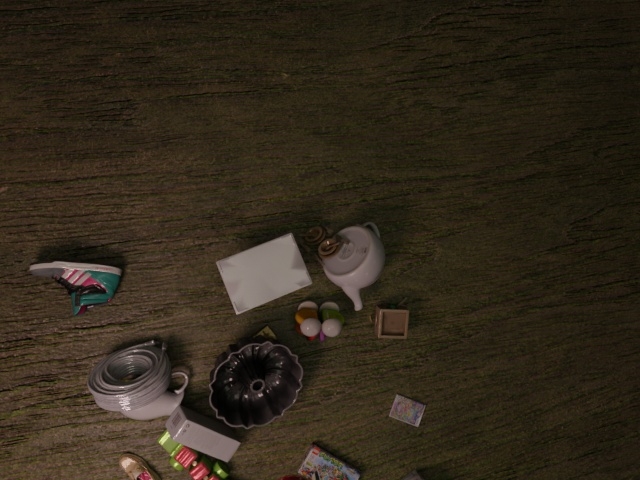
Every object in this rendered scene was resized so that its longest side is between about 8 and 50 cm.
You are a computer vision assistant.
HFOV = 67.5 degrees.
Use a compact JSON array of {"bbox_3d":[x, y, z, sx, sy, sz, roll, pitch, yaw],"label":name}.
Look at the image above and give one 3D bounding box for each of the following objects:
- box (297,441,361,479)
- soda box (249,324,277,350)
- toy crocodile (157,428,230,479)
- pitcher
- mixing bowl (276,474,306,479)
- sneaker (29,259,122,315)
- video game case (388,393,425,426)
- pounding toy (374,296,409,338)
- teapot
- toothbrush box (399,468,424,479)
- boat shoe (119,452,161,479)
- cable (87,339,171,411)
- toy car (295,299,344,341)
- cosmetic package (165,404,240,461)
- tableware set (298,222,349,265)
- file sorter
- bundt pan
[{"bbox_3d":[0.033,0.839,1.744,0.207,0.036,0.114,31,81,-4],"label":"box"},{"bbox_3d":[-0.247,0.384,1.739,0.181,0.058,0.061,-37,91,-10],"label":"soda box"},{"bbox_3d":[-0.421,0.779,1.651,0.115,0.105,0.340,-44,91,-10],"label":"toy crocodile"},{"bbox_3d":[-0.570,0.530,1.652,0.207,0.125,0.177,13,76,-17],"label":"pitcher"},{"bbox_3d":[-0.103,0.938,1.685,0.182,0.098,0.181,1,84,-7],"label":"mixing bowl"},{"bbox_3d":[-0.850,0.169,1.647,0.296,0.124,0.178,5,74,-9],"label":"sneaker"},{"bbox_3d":[0.330,0.646,1.819,0.122,0.011,0.087,22,81,-6],"label":"video game case"},{"bbox_3d":[0.275,0.290,1.814,0.130,0.100,0.141,3,95,-7],"label":"pounding toy"},{"bbox_3d":[0.144,0.076,1.764,0.256,0.252,0.187,-43,132,9],"label":"teapot"},{"bbox_3d":[0.352,1.031,1.726,0.216,0.126,0.295,-33,90,-9],"label":"toothbrush box"},{"bbox_3d":[-0.621,0.797,1.643,0.170,0.059,0.063,38,81,-3],"label":"boat shoe"},{"bbox_3d":[-0.626,0.450,1.583,0.257,0.257,0.089,-8,117,-16],"label":"cable"},{"bbox_3d":[-0.005,0.308,1.751,0.182,0.159,0.136,3,119,-8],"label":"toy car"},{"bbox_3d":[-0.396,0.653,1.618,0.231,0.117,0.085,40,79,-28],"label":"cosmetic package"},{"bbox_3d":[0.000,0.000,1.756,0.128,0.194,0.039,-41,131,-8],"label":"tableware set"},{"bbox_3d":[-0.202,0.120,1.713,0.278,0.173,0.192,-22,87,-10],"label":"file sorter"},{"bbox_3d":[-0.233,0.474,1.659,0.331,0.124,0.330,-7,107,-22],"label":"bundt pan"}]
